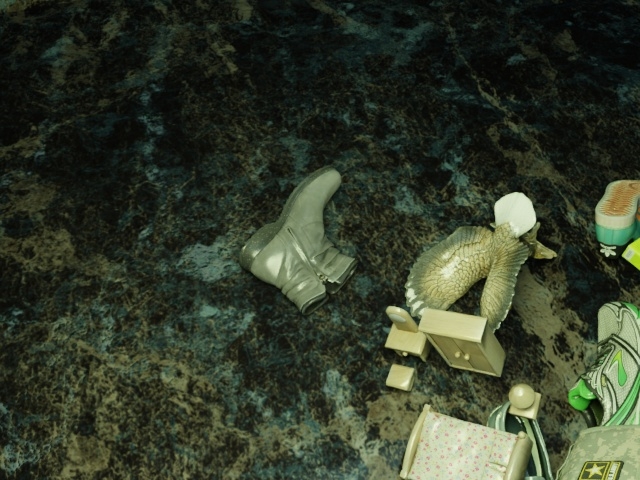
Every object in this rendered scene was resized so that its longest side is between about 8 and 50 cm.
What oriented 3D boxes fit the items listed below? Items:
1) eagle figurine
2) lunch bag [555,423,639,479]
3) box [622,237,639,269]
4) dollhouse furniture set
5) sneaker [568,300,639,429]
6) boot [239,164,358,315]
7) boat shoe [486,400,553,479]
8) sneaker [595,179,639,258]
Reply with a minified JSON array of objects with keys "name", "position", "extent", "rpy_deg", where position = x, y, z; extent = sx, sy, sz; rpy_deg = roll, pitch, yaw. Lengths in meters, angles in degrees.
[{"name":"eagle figurine","position":[0.353,0.066,1.291],"extent":[0.298,0.226,0.225],"rpy_deg":[-29,79,-27]},{"name":"lunch bag","position":[0.503,0.423,0.946],"extent":[0.287,0.169,0.235],"rpy_deg":[18,37,29]},{"name":"box","position":[0.773,0.018,1.364],"extent":[0.178,0.042,0.109],"rpy_deg":[-29,59,-21]},{"name":"dollhouse furniture set","position":[0.192,0.314,1.067],"extent":[0.303,0.174,0.356],"rpy_deg":[7,62,35]},{"name":"sneaker","position":[0.559,0.260,1.177],"extent":[0.146,0.134,0.344],"rpy_deg":[11,53,9]},{"name":"boot","position":[0.000,0.000,1.391],"extent":[0.222,0.118,0.338],"rpy_deg":[33,69,18]},{"name":"boat shoe","position":[0.347,0.431,1.063],"extent":[0.116,0.099,0.320],"rpy_deg":[2,52,2]},{"name":"sneaker","position":[0.714,-0.056,1.452],"extent":[0.108,0.121,0.302],"rpy_deg":[16,32,37]}]
